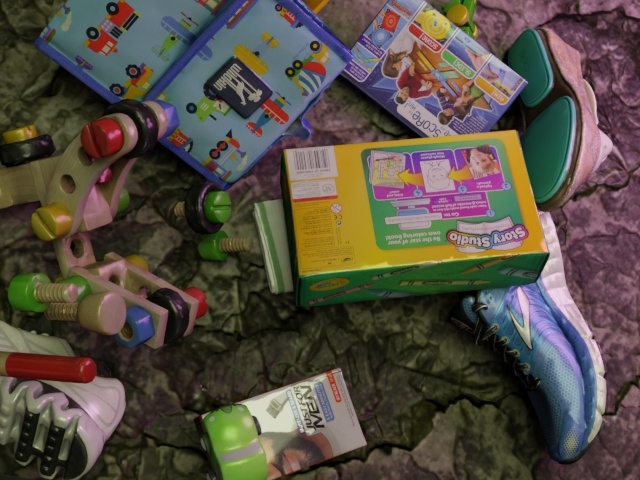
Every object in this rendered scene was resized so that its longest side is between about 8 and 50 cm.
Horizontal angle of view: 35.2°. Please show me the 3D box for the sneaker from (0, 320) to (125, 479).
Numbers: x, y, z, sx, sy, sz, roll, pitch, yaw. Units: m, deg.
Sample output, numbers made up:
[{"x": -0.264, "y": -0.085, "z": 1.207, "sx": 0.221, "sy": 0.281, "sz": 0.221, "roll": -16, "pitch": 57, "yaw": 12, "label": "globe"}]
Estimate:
[{"x": -0.333, "y": 0.128, "z": 1.032, "sx": 0.292, "sy": 0.110, "sz": 0.118, "roll": 32, "pitch": 35, "yaw": 4, "label": "sneaker"}]

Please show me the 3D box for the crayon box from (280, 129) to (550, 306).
[{"x": 0.101, "y": -0.026, "z": 1.140, "sx": 0.278, "sy": 0.081, "sz": 0.165, "roll": -5, "pitch": 62, "yaw": -5, "label": "crayon box"}]

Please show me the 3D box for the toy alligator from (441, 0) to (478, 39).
[{"x": 0.177, "y": -0.290, "z": 1.327, "sx": 0.051, "sy": 0.056, "sz": 0.190, "roll": 0, "pitch": 70, "yaw": 25, "label": "toy alligator"}]

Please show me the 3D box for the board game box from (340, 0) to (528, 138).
[{"x": 0.138, "y": -0.205, "z": 1.264, "sx": 0.201, "sy": 0.035, "sz": 0.136, "roll": 38, "pitch": 98, "yaw": -4, "label": "board game box"}]

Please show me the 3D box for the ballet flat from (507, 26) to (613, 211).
[{"x": 0.308, "y": -0.148, "z": 1.257, "sx": 0.106, "sy": 0.107, "sz": 0.316, "roll": 24, "pitch": 47, "yaw": -23, "label": "ballet flat"}]

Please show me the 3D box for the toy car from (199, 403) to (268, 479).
[{"x": -0.076, "y": 0.279, "z": 1.035, "sx": 0.239, "sy": 0.053, "sz": 0.225, "roll": -15, "pitch": 107, "yaw": -21, "label": "toy car"}]

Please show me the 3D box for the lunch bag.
[{"x": -0.124, "y": -0.212, "z": 1.132, "sx": 0.293, "sy": 0.138, "sz": 0.221, "roll": 41, "pitch": 107, "yaw": -11, "label": "lunch bag"}]

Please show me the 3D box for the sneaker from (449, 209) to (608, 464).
[{"x": 0.229, "y": 0.108, "z": 1.200, "sx": 0.147, "sy": 0.130, "sz": 0.330, "roll": -12, "pitch": 70, "yaw": -13, "label": "sneaker"}]

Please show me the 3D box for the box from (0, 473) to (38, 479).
[{"x": -0.351, "y": 0.342, "z": 0.967, "sx": 0.307, "sy": 0.076, "sz": 0.242, "roll": 15, "pitch": 71, "yaw": -13, "label": "box"}]

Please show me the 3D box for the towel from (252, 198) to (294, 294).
[{"x": 0.000, "y": 0.000, "z": 1.206, "sx": 0.152, "sy": 0.023, "sz": 0.113, "roll": -9, "pitch": 79, "yaw": -21, "label": "towel"}]

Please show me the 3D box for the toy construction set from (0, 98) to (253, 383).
[{"x": -0.264, "y": 0.010, "z": 1.028, "sx": 0.309, "sy": 0.237, "sz": 0.257, "roll": -63, "pitch": 142, "yaw": -43, "label": "toy construction set"}]

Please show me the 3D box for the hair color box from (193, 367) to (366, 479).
[{"x": -0.044, "y": 0.211, "z": 1.112, "sx": 0.167, "sy": 0.053, "sz": 0.093, "roll": -17, "pitch": 81, "yaw": -19, "label": "hair color box"}]

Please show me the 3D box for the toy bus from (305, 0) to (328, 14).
[{"x": -0.073, "y": -0.344, "z": 1.232, "sx": 0.191, "sy": 0.202, "sz": 0.104, "roll": 44, "pitch": 98, "yaw": -9, "label": "toy bus"}]
